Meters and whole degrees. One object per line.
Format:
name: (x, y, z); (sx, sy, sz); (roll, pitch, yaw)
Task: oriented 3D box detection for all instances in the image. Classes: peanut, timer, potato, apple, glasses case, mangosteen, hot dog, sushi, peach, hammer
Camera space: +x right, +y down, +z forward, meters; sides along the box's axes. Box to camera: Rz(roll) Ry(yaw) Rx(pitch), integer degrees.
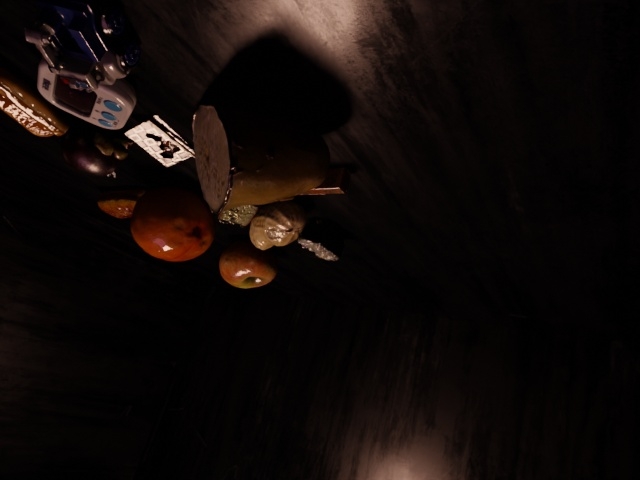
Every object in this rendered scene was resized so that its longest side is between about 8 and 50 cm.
peanut: (-0.176, -0.065, 1.720); (0.340, 0.158, 0.174); (-5, 114, 55)
timer: (-0.648, -0.418, 1.204); (0.237, 0.086, 0.262); (26, 158, -29)
potato: (-0.160, -0.221, 1.170); (0.296, 0.289, 0.397); (-6, -168, -25)
apple: (-0.385, 0.114, 2.310); (0.310, 0.249, 0.277); (-3, 148, -10)
glasses case: (-0.013, -0.185, 1.370); (0.218, 0.075, 0.049); (2, 160, 34)
mangosteen: (-0.749, -0.317, 1.462); (0.231, 0.194, 0.194); (-19, 151, 14)
hot dog: (-0.945, -0.446, 1.354); (0.135, 0.100, 0.337); (3, 160, 13)
sushi: (-0.523, -0.333, 1.423); (0.139, 0.031, 0.201); (-18, 147, 18)
peach: (-0.617, -0.066, 1.828); (0.302, 0.342, 0.343); (26, 168, 31)
hammer: (-0.452, -0.309, 1.426); (0.058, 0.029, 0.292); (-24, 144, 21)
sushi: (0.000, 0.000, 1.828); (0.213, 0.114, 0.147); (31, 153, -35)

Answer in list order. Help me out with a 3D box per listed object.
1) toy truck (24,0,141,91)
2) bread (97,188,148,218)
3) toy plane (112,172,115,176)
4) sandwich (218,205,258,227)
toy truck: (-0.517, -0.425, 0.940); (0.161, 0.176, 0.213); (14, 161, 3)
bread: (-0.913, -0.170, 2.101); (0.381, 0.109, 0.185); (1, 156, 33)
toy plane: (-0.855, -0.321, 1.669); (0.160, 0.082, 0.234); (46, 156, -5)
sandwich: (-0.317, -0.157, 1.639); (0.122, 0.128, 0.235); (26, -158, -26)
